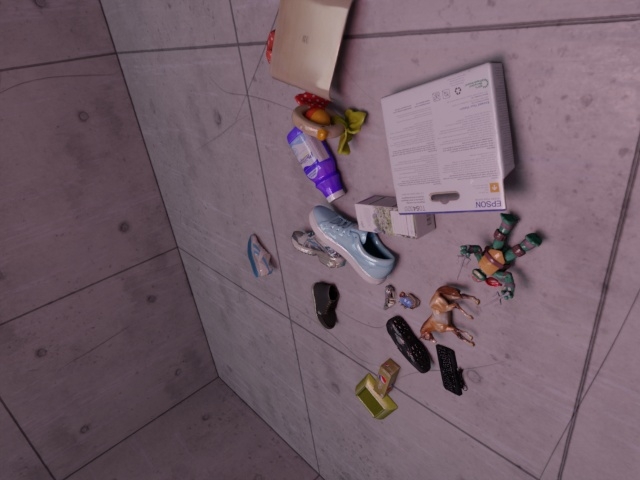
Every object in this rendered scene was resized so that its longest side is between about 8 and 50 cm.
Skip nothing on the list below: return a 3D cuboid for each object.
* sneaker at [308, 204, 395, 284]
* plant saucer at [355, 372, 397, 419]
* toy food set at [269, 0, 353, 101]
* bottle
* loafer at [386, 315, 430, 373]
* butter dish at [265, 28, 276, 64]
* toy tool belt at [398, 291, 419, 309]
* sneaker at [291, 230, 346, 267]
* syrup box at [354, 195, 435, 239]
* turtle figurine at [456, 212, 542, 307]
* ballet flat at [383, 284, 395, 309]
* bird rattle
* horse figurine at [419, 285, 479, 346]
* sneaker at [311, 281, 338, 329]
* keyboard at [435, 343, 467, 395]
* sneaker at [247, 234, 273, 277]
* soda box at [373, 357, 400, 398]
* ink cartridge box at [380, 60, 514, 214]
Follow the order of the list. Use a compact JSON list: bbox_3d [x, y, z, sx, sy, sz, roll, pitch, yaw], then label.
[{"bbox_3d":[0.118,-0.020,1.475,0.366,0.135,0.150,42,135,12],"label":"sneaker"},{"bbox_3d":[0.234,0.710,1.901,0.188,0.045,0.188,48,144,20],"label":"plant saucer"},{"bbox_3d":[-0.018,-0.583,1.233,0.220,0.092,0.306,29,126,19],"label":"toy food set"},{"bbox_3d":[-0.010,-0.268,1.480,0.118,0.092,0.282,-28,91,55],"label":"bottle"},{"bbox_3d":[0.315,0.378,1.538,0.223,0.076,0.078,56,151,16],"label":"loafer"},{"bbox_3d":[-0.122,-0.604,1.366,0.160,0.118,0.160,42,142,27],"label":"butter dish"},{"bbox_3d":[0.294,0.209,1.460,0.083,0.051,0.052,29,134,39],"label":"toy tool belt"},{"bbox_3d":[0.000,0.000,1.677,0.283,0.110,0.122,25,114,38],"label":"sneaker"},{"bbox_3d":[0.224,-0.076,1.309,0.237,0.096,0.093,12,121,49],"label":"syrup box"},{"bbox_3d":[0.444,0.052,1.097,0.175,0.118,0.234,35,125,11],"label":"turtle figurine"},{"bbox_3d":[0.250,0.213,1.535,0.041,0.041,0.114,30,136,38],"label":"ballet flat"},{"bbox_3d":[0.004,-0.379,1.299,0.253,0.207,0.143,43,131,14],"label":"bird rattle"},{"bbox_3d":[0.398,0.232,1.330,0.175,0.066,0.263,20,131,37],"label":"horse figurine"},{"bbox_3d":[0.035,0.289,1.828,0.118,0.083,0.221,-1,111,52],"label":"sneaker"},{"bbox_3d":[0.441,0.452,1.454,0.100,0.038,0.191,7,120,50],"label":"keyboard"},{"bbox_3d":[-0.305,0.074,2.124,0.087,0.092,0.228,-54,50,56],"label":"sneaker"},{"bbox_3d":[0.269,0.564,1.736,0.058,0.061,0.181,39,140,31],"label":"soda box"},{"bbox_3d":[0.312,-0.234,1.073,0.324,0.072,0.329,2,108,51],"label":"ink cartridge box"}]
